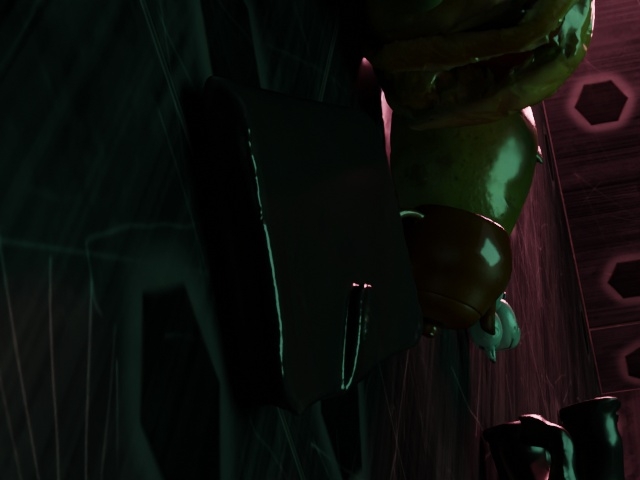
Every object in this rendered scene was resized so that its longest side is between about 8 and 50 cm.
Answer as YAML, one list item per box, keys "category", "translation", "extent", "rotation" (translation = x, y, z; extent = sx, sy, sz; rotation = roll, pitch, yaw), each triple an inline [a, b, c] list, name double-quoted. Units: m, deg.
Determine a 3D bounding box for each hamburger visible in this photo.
- category: "hamburger"
  translation: [0.140, -0.218, 1.382]
  extent: [0.163, 0.244, 0.244]
  rotation: [54, 28, -43]

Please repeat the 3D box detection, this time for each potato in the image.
- category: "potato"
  translation: [0.155, -0.097, 1.515]
  extent: [0.160, 0.111, 0.271]
  rotation: [49, 38, -36]

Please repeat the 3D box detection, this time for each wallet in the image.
- category: "wallet"
  translation: [0.000, 0.000, 1.006]
  extent: [0.377, 0.051, 0.197]
  rotation: [-6, 86, -76]

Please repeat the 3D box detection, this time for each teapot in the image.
- category: "teapot"
  translation: [0.104, 0.031, 1.350]
  extent: [0.173, 0.116, 0.116]
  rotation: [30, 47, -40]

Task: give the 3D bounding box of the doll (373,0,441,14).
- category: "doll"
  translation: [0.017, -0.300, 0.967]
  extent: [0.186, 0.198, 0.322]
  rotation: [-61, 161, -21]

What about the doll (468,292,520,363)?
- category: "doll"
  translation: [0.186, 0.066, 1.761]
  extent: [0.159, 0.059, 0.158]
  rotation: [-81, 156, -59]

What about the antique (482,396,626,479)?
- category: "antique"
  translation: [0.289, 0.322, 1.751]
  extent: [0.322, 0.185, 0.255]
  rotation: [55, 27, -71]
